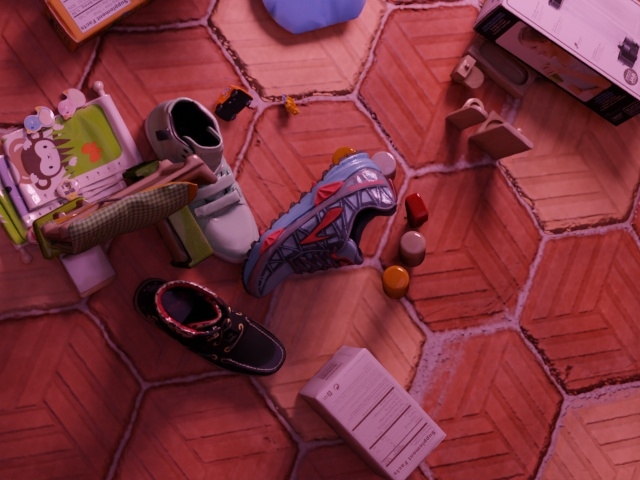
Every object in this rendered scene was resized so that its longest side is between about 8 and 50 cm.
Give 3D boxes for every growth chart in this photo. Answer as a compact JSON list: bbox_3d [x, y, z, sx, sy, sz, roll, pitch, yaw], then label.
[{"bbox_3d":[-0.364,-0.103,1.543,0.237,0.021,0.172,-37,98,-17],"label":"growth chart"}]

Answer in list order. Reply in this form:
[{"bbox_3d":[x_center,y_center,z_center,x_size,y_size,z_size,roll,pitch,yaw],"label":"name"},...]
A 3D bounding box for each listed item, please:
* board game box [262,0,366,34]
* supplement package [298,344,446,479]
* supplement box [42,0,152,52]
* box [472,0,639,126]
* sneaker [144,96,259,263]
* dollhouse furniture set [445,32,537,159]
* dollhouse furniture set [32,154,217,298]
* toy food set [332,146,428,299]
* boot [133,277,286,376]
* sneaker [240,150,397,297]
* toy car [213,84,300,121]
[{"bbox_3d":[-0.012,-0.383,1.656,0.168,0.033,0.133,-18,97,-11],"label":"board game box"},{"bbox_3d":[0.073,0.251,1.605,0.105,0.105,0.179,-45,99,-14],"label":"supplement package"},{"bbox_3d":[-0.273,-0.359,1.555,0.233,0.078,0.080,-34,98,-15],"label":"supplement box"},{"bbox_3d":[0.397,-0.330,1.722,0.290,0.087,0.169,31,65,-13],"label":"box"},{"bbox_3d":[-0.156,-0.080,1.534,0.094,0.151,0.256,-33,97,-17],"label":"sneaker"},{"bbox_3d":[0.278,-0.232,1.681,0.144,0.123,0.151,37,78,-11],"label":"dollhouse furniture set"},{"bbox_3d":[-0.236,0.002,1.415,0.197,0.301,0.151,-31,102,-19],"label":"dollhouse furniture set"},{"bbox_3d":[0.097,-0.032,1.651,0.111,0.104,0.232,-26,76,-3],"label":"toy food set"},{"bbox_3d":[-0.140,0.123,1.512,0.236,0.178,0.085,29,80,-12],"label":"boot"},{"bbox_3d":[0.000,0.000,1.556,0.262,0.104,0.125,-45,74,10],"label":"sneaker"},{"bbox_3d":[-0.097,-0.198,1.627,0.122,0.060,0.040,12,39,-31],"label":"toy car"}]
